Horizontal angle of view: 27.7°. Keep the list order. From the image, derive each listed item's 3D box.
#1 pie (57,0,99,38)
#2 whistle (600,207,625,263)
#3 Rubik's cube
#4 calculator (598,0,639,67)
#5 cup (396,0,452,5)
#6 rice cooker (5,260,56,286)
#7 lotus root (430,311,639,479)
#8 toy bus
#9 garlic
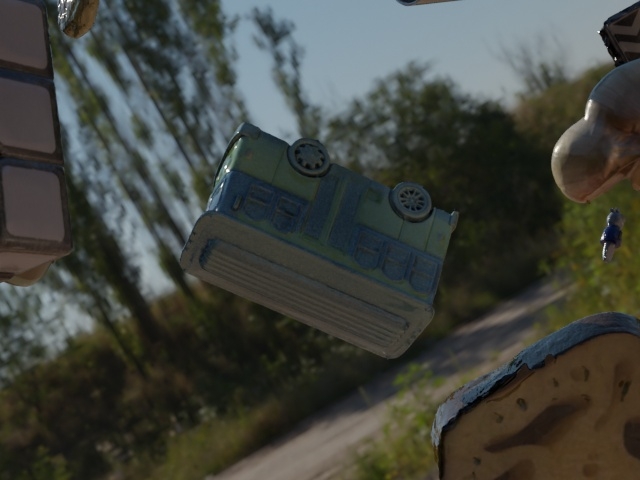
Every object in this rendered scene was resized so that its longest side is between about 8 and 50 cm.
[{"bbox_3d":[-0.412,-0.465,2.258,0.052,0.218,0.185,11,-34,-23],"label":"pie"},{"bbox_3d":[0.397,-0.006,1.759,0.029,0.033,0.083,-12,51,50],"label":"whistle"},{"bbox_3d":[-0.474,-0.098,1.355,0.305,0.301,0.304,-20,-18,37],"label":"Rubik's cube"},{"bbox_3d":[0.464,-0.182,1.550,0.166,0.274,0.028,-28,18,18],"label":"calculator"},{"bbox_3d":[0.157,-0.377,1.612,0.142,0.173,0.134,-10,-37,-25],"label":"cup"},{"bbox_3d":[-0.428,-0.018,1.820,0.127,0.145,0.206,-52,14,21],"label":"rice cooker"},{"bbox_3d":[0.333,0.267,1.616,0.390,0.375,0.111,10,26,0],"label":"lotus root"},{"bbox_3d":[0.000,0.000,1.652,0.152,0.312,0.190,123,169,-54],"label":"toy bus"},{"bbox_3d":[0.328,-0.110,1.409,0.174,0.124,0.099,-47,-2,14],"label":"garlic"}]
